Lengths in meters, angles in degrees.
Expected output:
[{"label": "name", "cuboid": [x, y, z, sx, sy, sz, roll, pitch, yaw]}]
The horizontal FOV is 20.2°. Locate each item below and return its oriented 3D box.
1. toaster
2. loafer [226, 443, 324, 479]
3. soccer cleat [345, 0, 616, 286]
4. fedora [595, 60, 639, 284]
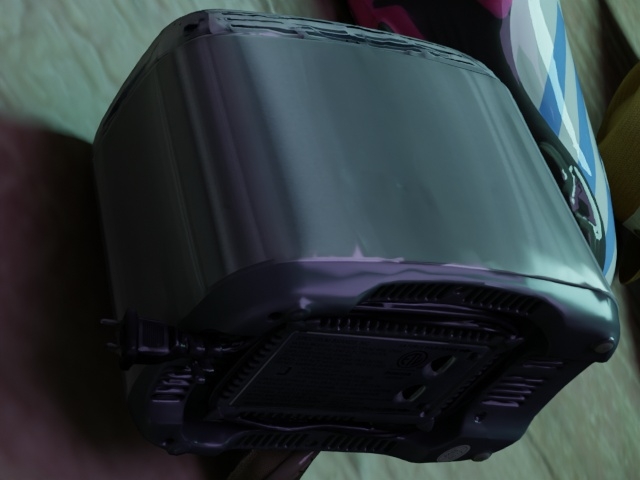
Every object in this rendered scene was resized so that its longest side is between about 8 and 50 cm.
[{"label": "toaster", "cuboid": [0.000, 0.000, 0.716, 0.227, 0.129, 0.146, 5, 52, -31]}, {"label": "loafer", "cuboid": [-0.010, 0.059, 0.794, 0.050, 0.056, 0.148, 31, 46, -1]}, {"label": "soccer cleat", "cuboid": [0.083, -0.104, 0.999, 0.143, 0.116, 0.331, 17, 60, -79]}, {"label": "fedora", "cuboid": [0.222, -0.064, 1.192, 0.079, 0.194, 0.194, 31, 34, 4]}]
